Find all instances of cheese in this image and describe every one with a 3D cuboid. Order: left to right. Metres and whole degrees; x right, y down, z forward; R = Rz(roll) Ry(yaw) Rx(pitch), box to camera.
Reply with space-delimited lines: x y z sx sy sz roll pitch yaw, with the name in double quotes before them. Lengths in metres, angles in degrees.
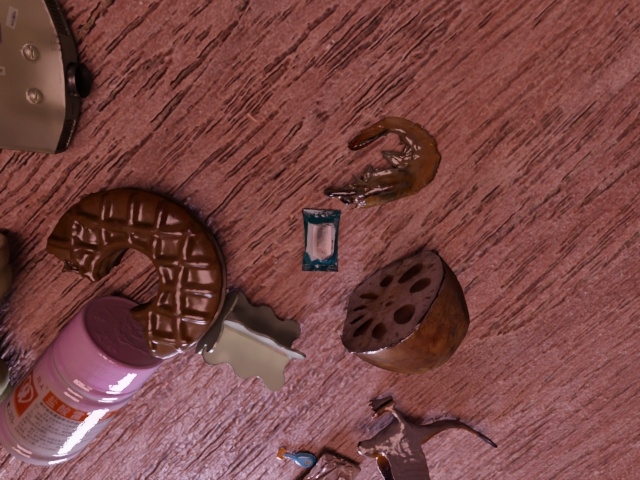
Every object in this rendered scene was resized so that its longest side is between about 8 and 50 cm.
"cheese" -0.062 0.576 1.091 0.111 0.017 0.047 20 103 -10

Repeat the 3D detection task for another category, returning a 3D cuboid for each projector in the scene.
"projector" -0.519 -0.297 0.731 0.193 0.088 0.270 5 109 -6

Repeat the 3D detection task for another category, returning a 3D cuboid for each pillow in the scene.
"pillow" -0.005 0.681 1.111 0.135 0.049 0.248 31 106 -21

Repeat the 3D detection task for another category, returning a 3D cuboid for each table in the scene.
"table" -0.142 0.220 0.900 0.198 0.166 0.166 31 104 -21

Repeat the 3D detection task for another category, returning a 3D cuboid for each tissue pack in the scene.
"tissue pack" 0.000 0.000 0.896 0.085 0.028 0.138 1 104 -7

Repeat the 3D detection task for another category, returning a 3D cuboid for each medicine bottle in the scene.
"medicine bottle" -0.498 0.293 0.872 0.202 0.202 0.316 40 103 -15

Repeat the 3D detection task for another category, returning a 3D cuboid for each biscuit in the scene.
"biscuit" -0.340 0.040 0.820 0.366 0.115 0.268 44 97 -5

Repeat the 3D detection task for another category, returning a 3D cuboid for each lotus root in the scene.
"lotus root" 0.185 0.166 0.855 0.272 0.272 0.192 -38 117 9

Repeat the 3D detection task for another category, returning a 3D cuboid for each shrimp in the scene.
"shrimp" 0.123 -0.158 0.837 0.253 0.058 0.173 -11 101 -3

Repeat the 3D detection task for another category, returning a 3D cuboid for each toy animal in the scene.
"toy animal" 0.256 0.500 1.031 0.284 0.225 0.302 -38 96 -10

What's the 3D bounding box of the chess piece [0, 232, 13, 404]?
"chess piece" -0.751 0.204 0.830 0.234 0.234 0.442 8 113 -6
